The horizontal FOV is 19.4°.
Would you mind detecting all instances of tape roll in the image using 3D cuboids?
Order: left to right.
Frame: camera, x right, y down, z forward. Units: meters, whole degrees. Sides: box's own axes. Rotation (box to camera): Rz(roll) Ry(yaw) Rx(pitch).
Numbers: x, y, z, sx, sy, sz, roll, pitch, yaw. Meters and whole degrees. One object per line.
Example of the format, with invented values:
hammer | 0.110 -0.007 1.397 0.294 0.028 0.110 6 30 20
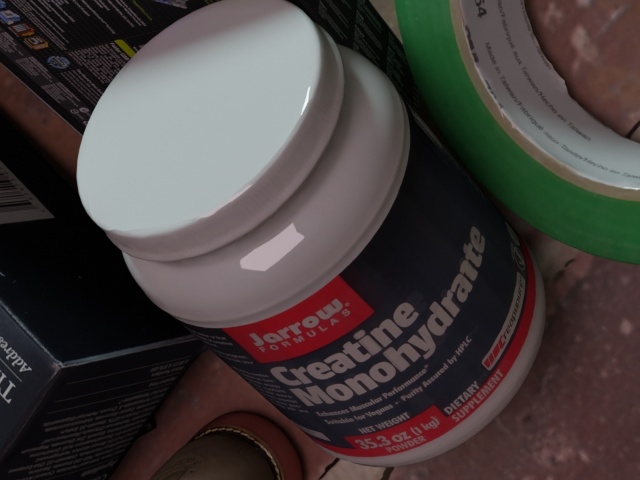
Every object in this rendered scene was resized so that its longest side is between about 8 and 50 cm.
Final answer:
tape roll | 0.194 -0.147 1.104 0.321 0.077 0.321 17 119 33

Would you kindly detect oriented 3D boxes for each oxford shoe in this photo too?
oxford shoe | -0.140 0.279 1.347 0.123 0.130 0.348 31 110 16

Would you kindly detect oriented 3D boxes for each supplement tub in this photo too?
supplement tub | 0.000 0.000 1.136 0.191 0.272 0.191 -21 47 24

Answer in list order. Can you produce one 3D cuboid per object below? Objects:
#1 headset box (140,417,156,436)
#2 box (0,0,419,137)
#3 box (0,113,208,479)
headset box | -0.161 0.104 1.378 0.062 0.032 0.083 -6 99 25
box | -0.087 -0.133 1.182 0.216 0.270 0.060 -10 59 25
box | -0.310 0.078 1.334 0.343 0.179 0.312 44 115 20
